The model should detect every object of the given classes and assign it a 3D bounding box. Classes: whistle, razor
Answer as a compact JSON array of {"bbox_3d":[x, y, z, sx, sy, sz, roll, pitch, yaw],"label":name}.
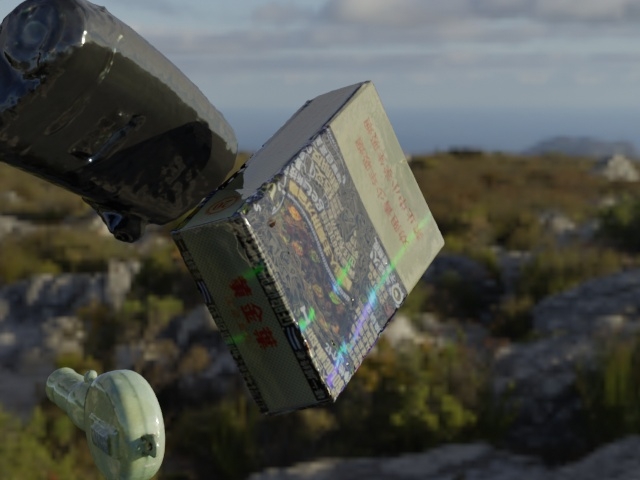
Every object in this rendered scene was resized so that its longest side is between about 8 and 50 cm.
[{"bbox_3d":[-0.243,0.195,1.736,0.067,0.126,0.258,-7,15,-30],"label":"whistle"},{"bbox_3d":[-0.223,-0.120,1.554,0.189,0.107,0.327,-39,-32,9],"label":"razor"}]

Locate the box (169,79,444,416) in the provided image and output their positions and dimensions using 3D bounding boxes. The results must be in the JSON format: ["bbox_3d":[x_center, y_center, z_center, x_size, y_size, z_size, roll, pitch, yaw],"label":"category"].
[{"bbox_3d":[0.000,0.000,1.473,0.084,0.198,0.310,-14,20,32],"label":"box"}]
